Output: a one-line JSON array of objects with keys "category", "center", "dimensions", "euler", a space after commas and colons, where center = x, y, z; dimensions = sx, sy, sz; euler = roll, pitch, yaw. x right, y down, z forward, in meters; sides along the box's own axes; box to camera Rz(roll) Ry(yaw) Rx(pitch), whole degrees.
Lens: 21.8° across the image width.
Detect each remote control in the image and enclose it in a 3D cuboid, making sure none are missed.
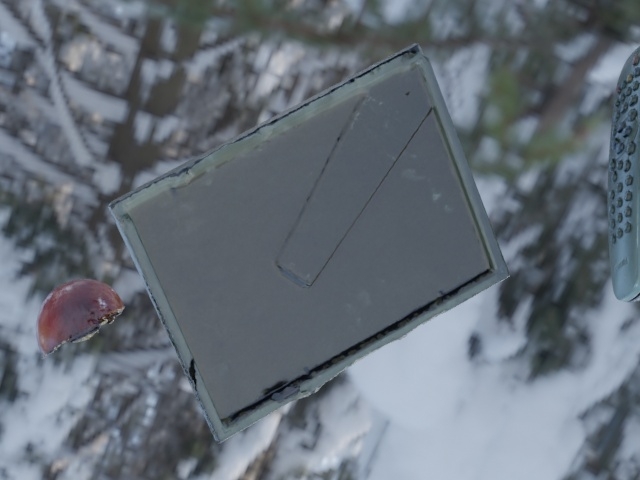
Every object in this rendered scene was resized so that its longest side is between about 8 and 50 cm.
[{"category": "remote control", "center": [0.265, -0.057, 1.377], "dimensions": [0.042, 0.072, 0.222], "euler": [9, -110, -12]}]

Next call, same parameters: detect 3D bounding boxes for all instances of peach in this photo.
[{"category": "peach", "center": [-0.244, 0.071, 1.648], "dimensions": [0.061, 0.098, 0.098], "euler": [59, -143, -1]}]

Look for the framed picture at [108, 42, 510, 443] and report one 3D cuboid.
[{"category": "framed picture", "center": [0.000, 0.000, 1.257], "dimensions": [0.281, 0.209, 0.019], "euler": [-28, -163, -21]}]
